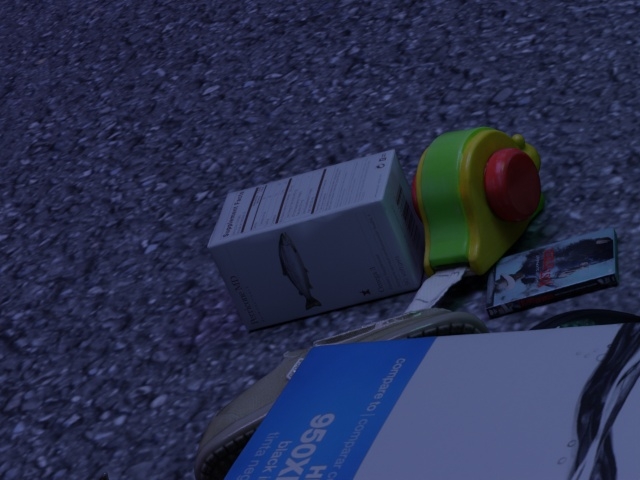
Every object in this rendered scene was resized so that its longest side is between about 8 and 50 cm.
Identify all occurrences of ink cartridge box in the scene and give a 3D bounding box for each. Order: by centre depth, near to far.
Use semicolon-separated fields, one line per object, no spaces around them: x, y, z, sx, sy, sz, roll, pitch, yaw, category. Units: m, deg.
0.178;0.202;1.058;0.395;0.285;0.166;-7;31;33;ink cartridge box

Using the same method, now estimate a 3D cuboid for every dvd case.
0.207;0.028;1.714;0.119;0.013;0.087;-17;25;17;dvd case

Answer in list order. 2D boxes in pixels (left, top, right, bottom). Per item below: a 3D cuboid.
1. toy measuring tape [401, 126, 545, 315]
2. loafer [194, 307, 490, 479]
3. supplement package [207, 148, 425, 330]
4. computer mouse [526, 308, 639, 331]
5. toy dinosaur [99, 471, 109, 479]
0.110;-0.019;1.744;0.121;0.121;0.330;-3;26;38;toy measuring tape
0.012;0.123;1.585;0.269;0.102;0.092;-25;30;-3;loafer
0.000;0.000;1.840;0.179;0.105;0.105;-15;28;18;supplement package
0.142;0.099;1.436;0.262;0.184;0.060;-32;67;-19;computer mouse
-0.237;0.246;1.535;0.160;0.121;0.313;-14;27;-11;toy dinosaur
